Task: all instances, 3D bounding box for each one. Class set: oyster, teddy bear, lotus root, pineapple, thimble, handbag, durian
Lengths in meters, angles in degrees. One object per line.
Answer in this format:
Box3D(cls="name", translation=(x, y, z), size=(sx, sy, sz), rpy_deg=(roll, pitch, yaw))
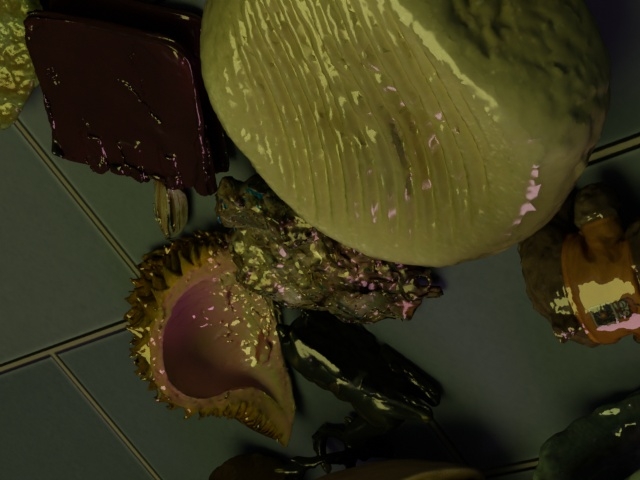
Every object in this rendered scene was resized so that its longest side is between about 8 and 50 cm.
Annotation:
Box3D(cls="oyster", translation=(-0.002, 0.007, 1.667), size=(0.198, 0.092, 0.259), rpy_deg=(-22, 117, 42))
Box3D(cls="teddy bear", translation=(0.286, 0.029, 1.465), size=(0.190, 0.140, 0.177), rpy_deg=(-19, 112, 34))
Box3D(cls="lotus root", translation=(-0.167, -0.041, 1.776), size=(0.037, 0.030, 0.083), rpy_deg=(47, 146, 39))
Box3D(cls="pineapple", translation=(-0.079, 0.385, 2.036), size=(0.128, 0.128, 0.248), rpy_deg=(16, 139, 22))
Box3D(cls="thimble", translation=(0.326, 0.261, 1.580), size=(0.250, 0.205, 0.172), rpy_deg=(-28, 105, 43))
Box3D(cls="handbag", translation=(-0.198, -0.155, 1.665), size=(0.203, 0.074, 0.216), rpy_deg=(13, 135, 24))
Box3D(cls="durian", translation=(-0.156, 0.114, 1.864), size=(0.195, 0.185, 0.305), rpy_deg=(30, 152, 43))

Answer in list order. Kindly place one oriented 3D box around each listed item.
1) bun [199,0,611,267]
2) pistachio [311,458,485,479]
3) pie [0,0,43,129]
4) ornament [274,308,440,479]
Box3D(cls="bun", translation=(0.080, -0.159, 1.357), size=(0.352, 0.227, 0.349), rpy_deg=(7, 131, 32))
Box3D(cls="pistachio", translation=(0.047, 0.344, 1.770), size=(0.318, 0.193, 0.214), rpy_deg=(-30, 144, 16))
Box3D(cls="pie", translation=(-0.413, -0.242, 1.711), size=(0.257, 0.105, 0.274), rpy_deg=(14, 135, 11))
Box3D(cls="ornament", translation=(0.004, 0.198, 1.837), size=(0.202, 0.080, 0.236), rpy_deg=(32, 138, -1))
